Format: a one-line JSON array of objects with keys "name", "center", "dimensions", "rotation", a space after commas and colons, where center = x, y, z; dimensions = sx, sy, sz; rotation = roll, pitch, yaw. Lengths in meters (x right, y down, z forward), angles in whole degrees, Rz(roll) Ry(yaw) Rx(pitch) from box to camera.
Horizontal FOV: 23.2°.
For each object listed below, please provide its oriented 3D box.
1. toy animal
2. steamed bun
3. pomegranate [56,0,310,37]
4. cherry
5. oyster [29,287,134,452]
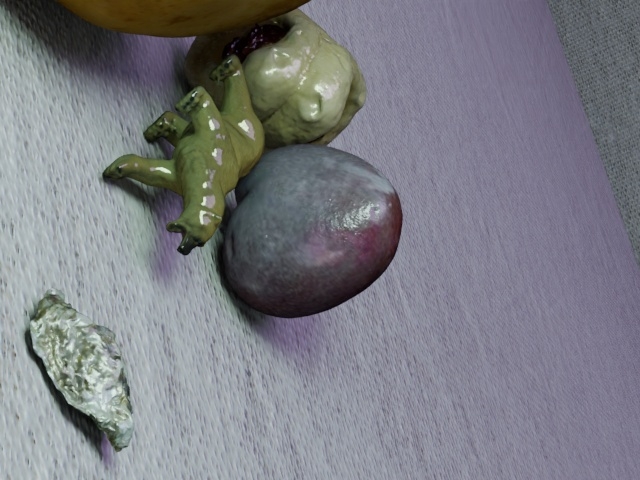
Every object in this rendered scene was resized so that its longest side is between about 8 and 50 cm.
[{"name": "toy animal", "center": [-0.101, -0.072, 1.338], "dimensions": [0.101, 0.103, 0.219], "rotation": [49, 21, -9]}, {"name": "steamed bun", "center": [-0.036, -0.149, 1.494], "dimensions": [0.172, 0.141, 0.155], "rotation": [43, 1, -15]}, {"name": "pomegranate", "center": [-0.115, -0.373, 1.291], "dimensions": [0.417, 0.416, 0.417], "rotation": [51, 23, -32]}, {"name": "cherry", "center": [-0.008, -0.012, 1.429], "dimensions": [0.140, 0.176, 0.176], "rotation": [70, 10, -46]}, {"name": "oyster", "center": [-0.165, 0.086, 1.100], "dimensions": [0.100, 0.037, 0.098], "rotation": [49, 24, -36]}]
